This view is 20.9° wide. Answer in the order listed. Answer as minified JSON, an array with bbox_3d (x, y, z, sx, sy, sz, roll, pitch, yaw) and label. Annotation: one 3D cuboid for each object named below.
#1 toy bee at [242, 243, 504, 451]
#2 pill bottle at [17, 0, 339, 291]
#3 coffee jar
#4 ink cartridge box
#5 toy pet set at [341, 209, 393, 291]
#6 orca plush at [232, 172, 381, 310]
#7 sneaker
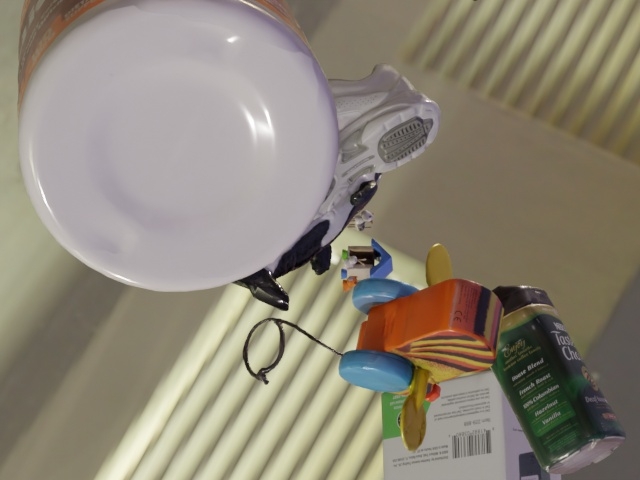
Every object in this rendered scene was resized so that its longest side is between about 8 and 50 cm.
[{"bbox_3d":[0.087,0.097,1.690,0.162,0.298,0.195,26,85,-34],"label":"toy bee"},{"bbox_3d":[-0.124,-0.135,1.354,0.392,0.224,0.224,-113,-137,-66],"label":"pill bottle"},{"bbox_3d":[0.215,0.130,1.677,0.079,0.184,0.096,-37,157,22],"label":"coffee jar"},{"bbox_3d":[0.192,0.327,2.216,0.121,0.211,0.289,14,69,-43],"label":"ink cartridge box"},{"bbox_3d":[0.068,0.024,2.473,0.114,0.065,0.122,79,13,-60],"label":"toy pet set"},{"bbox_3d":[0.000,0.000,1.944,0.287,0.151,0.102,-66,140,-53],"label":"orca plush"},{"bbox_3d":[-0.004,-0.098,1.708,0.232,0.115,0.090,-26,141,-11],"label":"sneaker"}]
